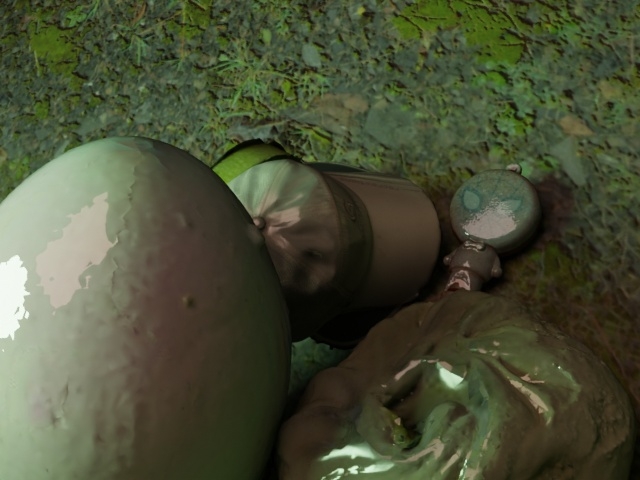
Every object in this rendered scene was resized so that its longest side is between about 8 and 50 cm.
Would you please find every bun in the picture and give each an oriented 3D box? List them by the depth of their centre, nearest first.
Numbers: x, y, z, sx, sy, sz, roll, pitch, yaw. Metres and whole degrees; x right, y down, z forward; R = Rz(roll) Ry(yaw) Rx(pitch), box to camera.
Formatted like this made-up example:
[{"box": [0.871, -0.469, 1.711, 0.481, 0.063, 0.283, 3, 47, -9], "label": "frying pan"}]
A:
[{"box": [0.113, 0.206, 1.431, 0.359, 0.211, 0.360, -19, 42, 18], "label": "bun"}]

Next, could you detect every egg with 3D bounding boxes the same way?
[{"box": [-0.196, 0.066, 1.451, 0.354, 0.340, 0.354, 6, 26, -3], "label": "egg"}]

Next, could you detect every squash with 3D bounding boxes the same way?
[{"box": [-0.094, -0.018, 1.792, 0.041, 0.219, 0.219, 33, 74, 27], "label": "squash"}]

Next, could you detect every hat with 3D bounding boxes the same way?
[{"box": [0.007, 0.000, 1.667, 0.275, 0.161, 0.232, -5, 75, -20], "label": "hat"}]

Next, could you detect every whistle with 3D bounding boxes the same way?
[{"box": [0.185, 0.006, 1.692, 0.107, 0.057, 0.220, 13, 64, 26], "label": "whistle"}]
